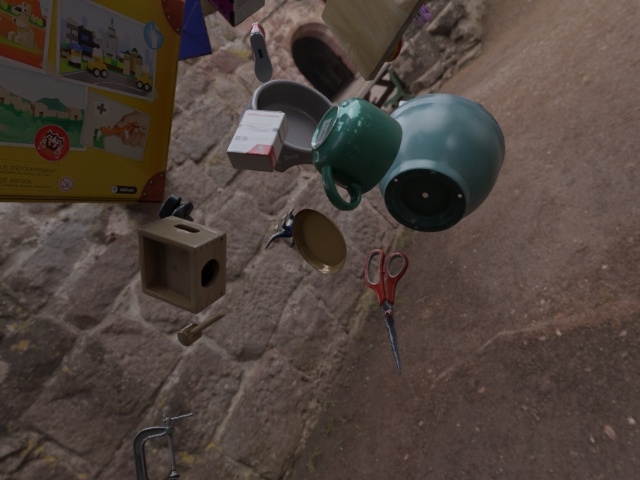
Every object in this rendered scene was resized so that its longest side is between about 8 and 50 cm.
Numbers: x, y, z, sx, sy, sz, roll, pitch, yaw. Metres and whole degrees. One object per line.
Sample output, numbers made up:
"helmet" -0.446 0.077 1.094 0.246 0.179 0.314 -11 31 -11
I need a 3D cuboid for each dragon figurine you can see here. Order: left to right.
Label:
"dragon figurine" -0.107 -0.030 1.694 0.085 0.144 0.289 -36 15 36

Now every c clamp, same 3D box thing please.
"c clamp" -0.358 0.486 0.958 0.022 0.137 0.161 128 138 -80

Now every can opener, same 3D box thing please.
"can opener" -0.371 -0.023 1.034 0.186 0.073 0.059 -59 -13 16

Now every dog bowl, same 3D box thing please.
"dog bowl" -0.084 -0.377 1.364 0.349 0.348 0.102 -58 4 -37

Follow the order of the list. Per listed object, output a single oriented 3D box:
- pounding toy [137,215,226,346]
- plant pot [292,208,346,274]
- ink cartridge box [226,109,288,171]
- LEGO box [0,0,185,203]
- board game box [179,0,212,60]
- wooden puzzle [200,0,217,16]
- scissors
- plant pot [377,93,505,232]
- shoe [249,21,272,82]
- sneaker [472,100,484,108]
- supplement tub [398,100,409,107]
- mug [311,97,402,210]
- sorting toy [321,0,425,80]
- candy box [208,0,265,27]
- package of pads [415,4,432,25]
"pounding toy" -0.220 0.081 0.753 0.094 0.180 0.206 -37 -42 -58
"plant pot" 0.000 0.000 1.375 0.032 0.237 0.236 -32 1 -39
"ink cartridge box" -0.137 -0.224 0.941 0.056 0.099 0.136 78 -156 -56
"LEGO box" -0.446 -0.250 0.576 0.500 0.192 0.374 -9 -70 -65
"board game box" -0.479 -0.558 1.136 0.290 0.141 0.232 22 42 40
"wooden puzzle" -0.560 -0.901 1.450 0.347 0.323 0.081 -19 19 6
"scissors" 0.146 0.156 0.974 0.108 0.021 0.298 -4 64 24
"plant pot" 0.246 -0.143 0.936 0.293 0.293 0.196 -33 22 46
"shoe" -0.198 -0.627 1.405 0.063 0.178 0.081 -7 53 1
"sneaker" 0.432 -0.303 1.248 0.110 0.121 0.300 5 64 30
"supplement tub" 0.298 -0.399 1.323 0.071 0.107 0.071 9 -90 -81
"mug" 0.045 -0.139 0.627 0.129 0.097 0.158 -48 27 32
"sorting toy" 0.147 -0.595 1.068 0.089 0.257 0.255 -16 -21 -37
"candy box" -0.142 -0.417 0.535 0.071 0.159 0.233 -44 0 -14
"package of pads" 0.307 -0.716 1.312 0.050 0.083 0.032 -49 9 -33
